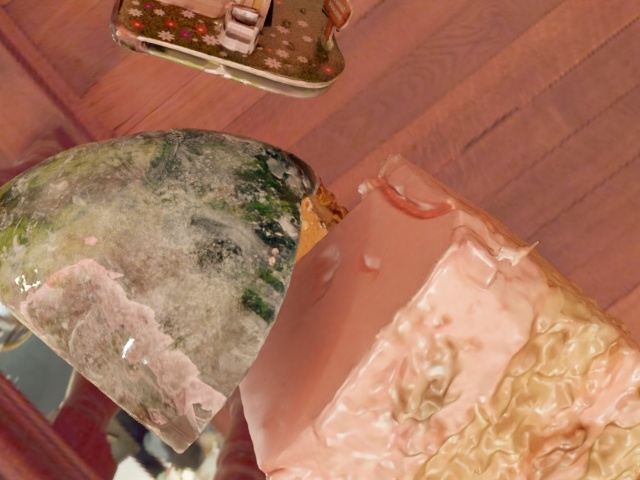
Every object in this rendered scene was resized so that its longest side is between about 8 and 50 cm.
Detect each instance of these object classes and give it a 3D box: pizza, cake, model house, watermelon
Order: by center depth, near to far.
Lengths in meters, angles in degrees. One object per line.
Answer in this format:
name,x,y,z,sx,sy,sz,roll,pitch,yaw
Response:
watermelon,-0.132,0.055,0.858,0.319,0.290,0.214,-12,150,-15
model house,-0.056,-0.281,0.869,0.207,0.294,0.154,14,130,-11
cake,0.113,0.127,0.914,0.306,0.293,0.314,33,99,-25
pizza,0.002,-0.002,1.114,0.246,0.058,0.127,41,138,26
